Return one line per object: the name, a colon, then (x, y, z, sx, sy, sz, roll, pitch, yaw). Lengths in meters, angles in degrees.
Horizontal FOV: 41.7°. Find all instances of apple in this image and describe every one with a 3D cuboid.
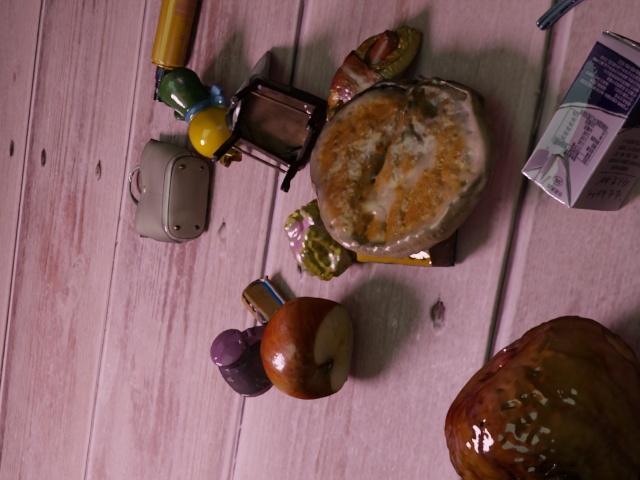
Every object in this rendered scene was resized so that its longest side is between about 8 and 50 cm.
apple: (-0.026, 0.195, 1.505, 0.160, 0.195, 0.173, -15, 48, 18)

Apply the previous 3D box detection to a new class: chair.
chair: (-0.089, -0.237, 1.631, 0.186, 0.319, 0.160, 23, 115, -2)

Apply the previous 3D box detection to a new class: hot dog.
hot dog: (0.073, -0.272, 1.484, 0.123, 0.093, 0.261, 43, 118, 32)

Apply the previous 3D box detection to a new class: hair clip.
hair clip: (0.406, -0.358, 1.196, 0.229, 0.039, 0.070, -14, 78, 49)

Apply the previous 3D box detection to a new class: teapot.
teapot: (-0.140, 0.232, 1.648, 0.148, 0.146, 0.116, -10, 55, 24)

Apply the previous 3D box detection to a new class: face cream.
face cream: (-0.341, -0.452, 1.923, 0.078, 0.078, 0.273, 27, 109, 42)

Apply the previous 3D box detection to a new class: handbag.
handbag: (-0.367, -0.115, 1.962, 0.315, 0.109, 0.241, 15, 99, 58)

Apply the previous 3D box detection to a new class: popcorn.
popcorn: (0.000, 0.000, 1.538, 0.145, 0.126, 0.126, 44, 139, 5)

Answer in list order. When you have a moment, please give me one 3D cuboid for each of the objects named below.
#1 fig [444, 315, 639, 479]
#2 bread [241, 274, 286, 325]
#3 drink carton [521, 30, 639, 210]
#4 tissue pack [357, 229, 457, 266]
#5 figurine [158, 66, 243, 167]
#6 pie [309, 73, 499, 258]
fig: (0.358, 0.286, 1.098, 0.368, 0.286, 0.286, 42, 120, 12)
bread: (-0.110, 0.127, 1.687, 0.072, 0.053, 0.106, -35, 57, -10)
drink carton: (0.391, -0.153, 1.131, 0.102, 0.134, 0.222, 43, 119, 34)
tissue pack: (0.144, -0.017, 1.415, 0.169, 0.082, 0.120, 4, 89, 45)
figurine: (-0.245, -0.253, 1.804, 0.234, 0.185, 0.127, 44, 79, 3)
pie: (0.129, -0.124, 1.352, 0.339, 0.077, 0.339, -11, 69, 30)
